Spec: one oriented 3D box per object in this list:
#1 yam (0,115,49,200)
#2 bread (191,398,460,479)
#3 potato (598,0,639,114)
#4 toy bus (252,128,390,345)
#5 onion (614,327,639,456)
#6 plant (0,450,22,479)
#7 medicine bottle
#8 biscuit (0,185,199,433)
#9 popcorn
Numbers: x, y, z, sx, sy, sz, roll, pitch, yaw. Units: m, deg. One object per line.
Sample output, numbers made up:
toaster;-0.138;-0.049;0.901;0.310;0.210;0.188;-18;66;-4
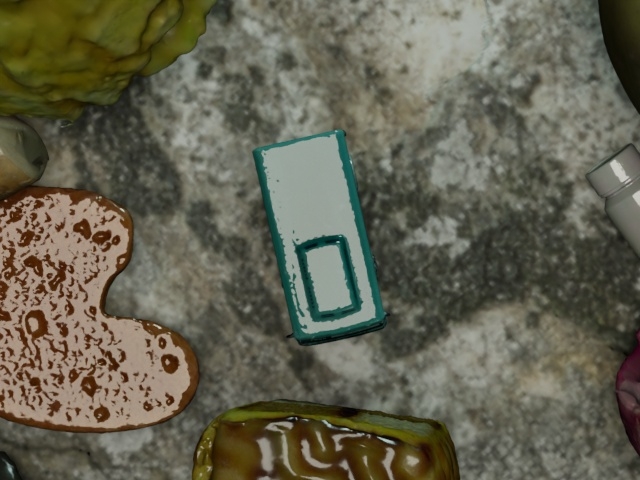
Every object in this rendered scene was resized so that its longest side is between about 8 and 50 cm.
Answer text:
yam;-0.374;-0.004;1.169;0.356;0.081;0.081;-26;91;5
bread;0.009;0.167;1.119;0.181;0.222;0.096;7;88;9
potato;0.341;-0.130;1.099;0.326;0.243;0.221;38;133;1
toy bus;0.000;0.000;1.177;0.079;0.092;0.160;-12;91;1
onion;0.335;0.112;1.144;0.200;0.200;0.207;44;78;-1
plant;-0.249;0.284;1.140;0.188;0.199;0.276;-20;95;-6
medicine bottle;0.248;-0.027;1.196;0.052;0.052;0.089;-37;91;1
biscuit;-0.185;0.053;1.202;0.186;0.036;0.192;1;90;3
popcorn;-0.224;-0.218;1.100;0.282;0.247;0.282;-1;82;10
